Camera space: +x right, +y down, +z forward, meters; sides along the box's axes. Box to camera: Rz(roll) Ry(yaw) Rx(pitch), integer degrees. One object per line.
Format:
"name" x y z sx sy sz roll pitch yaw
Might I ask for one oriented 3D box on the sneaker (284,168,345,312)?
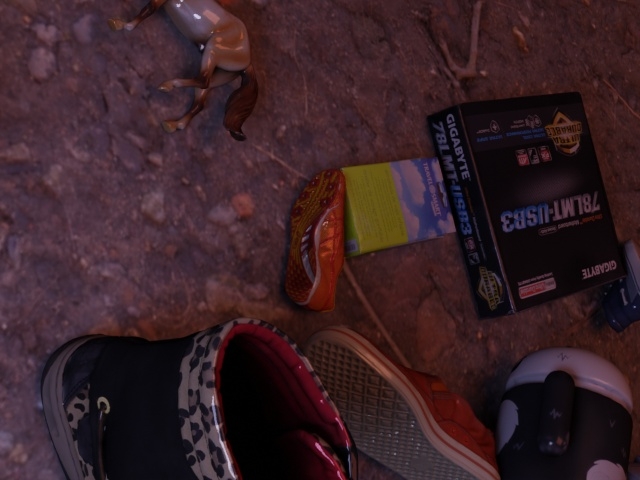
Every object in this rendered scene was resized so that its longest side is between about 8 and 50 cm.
"sneaker" 0.000 0.000 1.187 0.067 0.064 0.175 32 64 -49

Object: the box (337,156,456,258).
"box" 0.089 -0.045 1.278 0.178 0.042 0.109 -11 86 -42

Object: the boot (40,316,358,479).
"boot" -0.087 0.241 0.881 0.138 0.284 0.378 -22 92 -42

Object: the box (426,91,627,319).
"box" 0.304 -0.058 1.453 0.295 0.073 0.294 -11 84 -42

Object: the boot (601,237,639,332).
"boot" 0.474 0.066 1.574 0.069 0.086 0.190 47 24 -12

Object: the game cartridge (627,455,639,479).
"game cartridge" 0.500 0.418 1.434 0.355 0.068 0.230 11 96 -39

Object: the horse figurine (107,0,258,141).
"horse figurine" -0.144 -0.233 1.114 0.174 0.066 0.263 -42 104 -34

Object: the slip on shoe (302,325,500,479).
"slip on shoe" 0.098 0.195 1.179 0.331 0.123 0.101 42 41 -29

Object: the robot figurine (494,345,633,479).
"robot figurine" 0.303 0.271 1.293 0.173 0.209 0.278 26 60 -16
